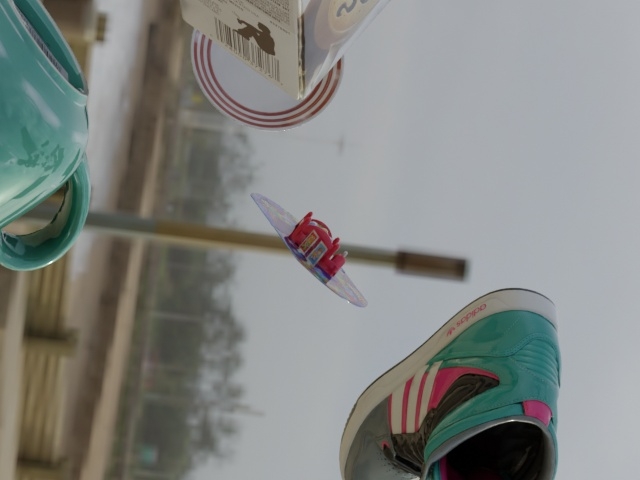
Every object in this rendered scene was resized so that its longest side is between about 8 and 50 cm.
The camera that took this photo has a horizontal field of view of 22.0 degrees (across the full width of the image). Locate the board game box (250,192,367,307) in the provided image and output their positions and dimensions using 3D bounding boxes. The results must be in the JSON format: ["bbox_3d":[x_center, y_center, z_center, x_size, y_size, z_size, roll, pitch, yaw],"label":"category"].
[{"bbox_3d":[0.000,0.000,1.717,0.033,0.133,0.169,-45,-132,10],"label":"board game box"}]

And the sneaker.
[{"bbox_3d":[0.114,0.194,1.449,0.295,0.123,0.178,-51,-155,38],"label":"sneaker"}]

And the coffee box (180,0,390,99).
[{"bbox_3d":[-0.009,-0.246,1.078,0.168,0.119,0.297,-50,165,-18],"label":"coffee box"}]

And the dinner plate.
[{"bbox_3d":[-0.048,-0.164,1.476,0.017,0.141,0.141,135,-37,-72],"label":"dinner plate"}]

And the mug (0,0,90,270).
[{"bbox_3d":[-0.160,-0.066,0.745,0.129,0.097,0.158,59,6,17],"label":"mug"}]
